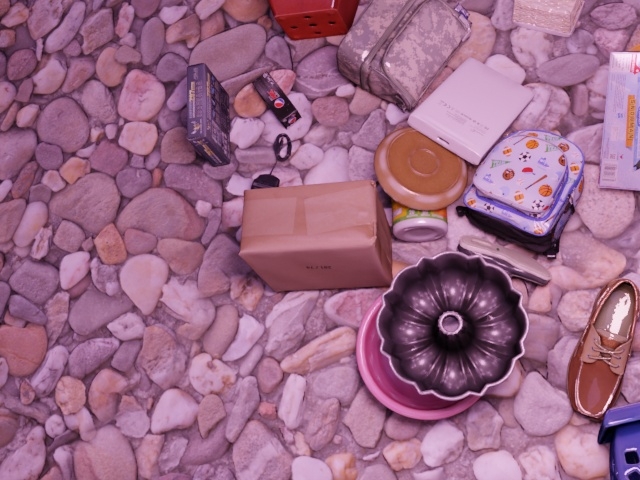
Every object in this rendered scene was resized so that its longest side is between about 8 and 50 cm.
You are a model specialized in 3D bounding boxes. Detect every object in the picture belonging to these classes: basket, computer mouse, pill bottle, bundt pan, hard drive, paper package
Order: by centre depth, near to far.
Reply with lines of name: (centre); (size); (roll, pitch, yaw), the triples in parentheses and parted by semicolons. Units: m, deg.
bundt pan: (0.295, 0.197, 1.606); (0.330, 0.124, 0.331); (-5, 69, 13)
paper package: (0.000, 0.000, 1.742); (0.324, 0.309, 0.168); (-4, 66, 13)
hard drive: (0.382, -0.332, 1.811); (0.203, 0.040, 0.307); (34, 54, 14)
pill bottle: (0.246, -0.131, 1.814); (0.136, 0.136, 0.246); (-5, 70, 13)
basket: (0.602, -0.627, 1.907); (0.167, 0.103, 0.113); (22, 79, 20)
computer mouse: (-0.133, -0.188, 1.997); (0.071, 0.041, 0.242); (17, 70, 11)

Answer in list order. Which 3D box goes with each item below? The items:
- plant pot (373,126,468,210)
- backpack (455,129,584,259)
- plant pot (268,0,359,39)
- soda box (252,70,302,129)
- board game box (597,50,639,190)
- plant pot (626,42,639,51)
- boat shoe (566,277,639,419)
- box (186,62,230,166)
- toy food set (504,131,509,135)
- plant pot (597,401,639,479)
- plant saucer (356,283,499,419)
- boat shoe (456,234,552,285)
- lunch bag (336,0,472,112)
plant pot: (0.246, -0.183, 1.739); (0.236, 0.032, 0.237); (3, 63, -7)
backpack: (0.495, -0.137, 1.722); (0.276, 0.213, 0.263); (28, 70, 25)
plant pot: (-0.023, -0.716, 2.035); (0.267, 0.267, 0.236); (-3, 82, 14)
soda box: (-0.124, -0.399, 2.052); (0.060, 0.053, 0.169); (-36, 66, 2)
board game box: (0.810, -0.265, 1.630); (0.317, 0.066, 0.319); (9, 110, 27)
plant pot: (0.841, -0.381, 1.719); (0.205, 0.205, 0.188); (-16, 83, 9)
boat shoe: (0.628, 0.229, 1.596); (0.122, 0.120, 0.324); (14, 76, 19)
box: (-0.311, -0.348, 2.016); (0.059, 0.183, 0.233); (-9, 70, 12)
toy food set: (0.458, -0.331, 1.889); (0.077, 0.019, 0.122); (-7, 70, 13)
plant pot: (0.691, 0.439, 1.454); (0.235, 0.236, 0.212); (-16, 61, 10)
plant saucer: (0.253, 0.257, 1.709); (0.331, 0.084, 0.332); (-4, 71, 13)
boat shoe: (0.439, 0.061, 1.742); (0.233, 0.084, 0.079); (20, 116, 14)
lunch bag: (0.225, -0.523, 1.927); (0.256, 0.212, 0.305); (37, 84, 6)
